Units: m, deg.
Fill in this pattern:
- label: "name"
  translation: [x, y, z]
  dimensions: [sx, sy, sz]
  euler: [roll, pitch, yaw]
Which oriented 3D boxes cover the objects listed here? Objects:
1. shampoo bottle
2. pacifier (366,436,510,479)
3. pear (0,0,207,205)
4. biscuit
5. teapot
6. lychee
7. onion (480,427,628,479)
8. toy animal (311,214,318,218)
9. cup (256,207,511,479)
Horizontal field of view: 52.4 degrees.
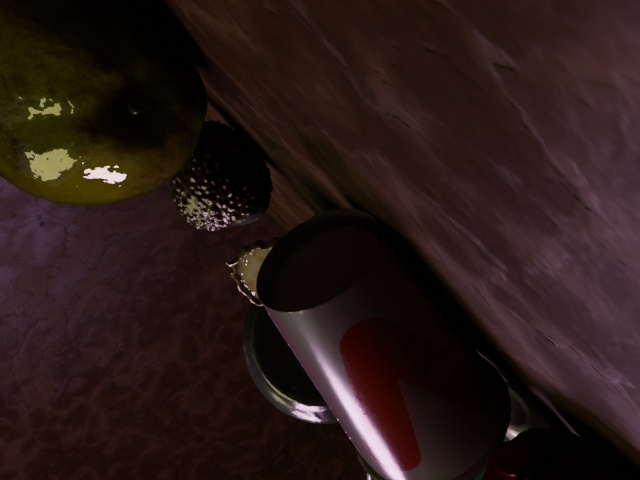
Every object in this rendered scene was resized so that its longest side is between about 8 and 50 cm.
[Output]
- label: "shampoo bottle"
  translation: [0.276, 0.255, 0.792]
  dimensions: [0.221, 0.051, 0.108]
  euler: [46, 175, -28]
- label: "pacifier"
  translation: [0.244, 0.326, 1.000]
  dimensions: [0.344, 0.288, 0.269]
  euler: [26, -142, -20]
- label: "pear"
  translation: [-0.263, -0.162, 0.725]
  dimensions: [0.321, 0.269, 0.269]
  euler: [18, 156, 53]
- label: "biscuit"
  translation: [0.001, 0.049, 0.821]
  dimensions: [0.274, 0.036, 0.187]
  euler: [9, 152, 22]
- label: "teapot"
  translation: [0.023, 0.154, 1.104]
  dimensions: [0.344, 0.254, 0.299]
  euler: [63, -153, -74]
- label: "lychee"
  translation: [-0.155, -0.099, 0.983]
  dimensions: [0.171, 0.171, 0.171]
  euler: [45, 177, 3]
- label: "onion"
  translation: [0.200, 0.259, 0.616]
  dimensions: [0.173, 0.198, 0.135]
  euler: [-164, 52, -81]
- label: "toy animal"
  translation: [-0.003, 0.009, 0.923]
  dimensions: [0.070, 0.079, 0.253]
  euler: [59, 174, -6]
- label: "cup"
  translation: [0.064, 0.114, 0.687]
  dimensions: [0.288, 0.203, 0.203]
  euler: [55, 172, -33]
